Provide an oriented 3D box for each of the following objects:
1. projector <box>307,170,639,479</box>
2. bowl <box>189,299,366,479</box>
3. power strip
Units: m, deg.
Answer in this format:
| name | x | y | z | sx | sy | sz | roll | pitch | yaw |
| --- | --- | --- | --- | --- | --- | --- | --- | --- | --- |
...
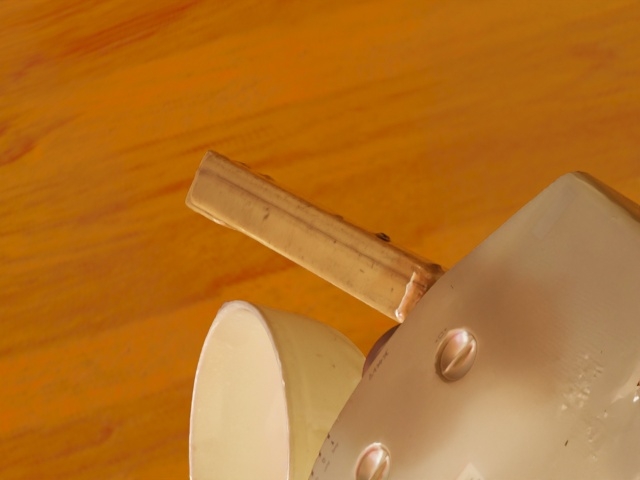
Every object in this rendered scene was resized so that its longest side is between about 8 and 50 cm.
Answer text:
| name | x | y | z | sx | sy | sz | roll | pitch | yaw |
| --- | --- | --- | --- | --- | --- | --- | --- | --- | --- |
| projector | 0.086 | 0.110 | 0.619 | 0.088 | 0.193 | 0.269 | 26 | 105 | -33 |
| bowl | -0.017 | 0.194 | 1.261 | 0.145 | 0.277 | 0.277 | 4 | 108 | -21 |
| power strip | 0.000 | 0.000 | 0.846 | 0.064 | 0.305 | 0.044 | 21 | 95 | -38 |
